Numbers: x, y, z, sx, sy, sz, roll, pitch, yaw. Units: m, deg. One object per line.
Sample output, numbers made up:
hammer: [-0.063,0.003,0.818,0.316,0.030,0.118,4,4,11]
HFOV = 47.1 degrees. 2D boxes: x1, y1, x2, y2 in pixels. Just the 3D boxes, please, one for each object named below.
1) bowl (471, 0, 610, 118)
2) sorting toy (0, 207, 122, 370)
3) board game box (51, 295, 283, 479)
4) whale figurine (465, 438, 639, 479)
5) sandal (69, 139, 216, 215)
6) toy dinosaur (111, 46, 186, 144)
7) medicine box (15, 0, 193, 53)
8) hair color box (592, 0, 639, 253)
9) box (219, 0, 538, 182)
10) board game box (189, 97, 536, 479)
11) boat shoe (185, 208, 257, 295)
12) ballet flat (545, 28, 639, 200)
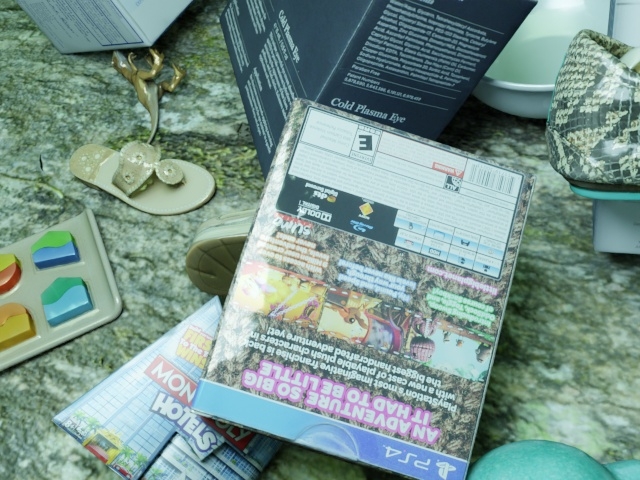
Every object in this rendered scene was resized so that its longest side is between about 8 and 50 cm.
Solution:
bowl: [0.290,-0.253,0.928,0.297,0.134,0.298,-7,55,11]
sorting toy: [-0.373,0.062,0.951,0.208,0.038,0.193,-27,53,-4]
board game box: [-0.127,0.165,0.746,0.194,0.060,0.194,37,71,4]
whale figurine: [0.224,0.264,0.574,0.272,0.141,0.216,22,64,27]
sandal: [-0.263,-0.100,1.004,0.240,0.079,0.088,15,69,25]
toy dinosaur: [-0.259,-0.224,1.122,0.112,0.064,0.211,-44,54,23]
medicine box: [-0.314,-0.444,1.179,0.289,0.149,0.263,12,58,43]
hair color box: [0.369,-0.171,0.696,0.185,0.375,0.113,4,28,18]
box: [0.038,-0.274,0.883,0.179,0.312,0.343,7,47,-29]
board game box: [0.038,0.054,0.685,0.232,0.141,0.291,18,75,-1]
boat shoe: [0.000,0.000,0.848,0.302,0.109,0.098,-4,31,1]
ballet flat: [0.418,-0.104,0.544,0.482,0.182,0.164,8,28,23]
